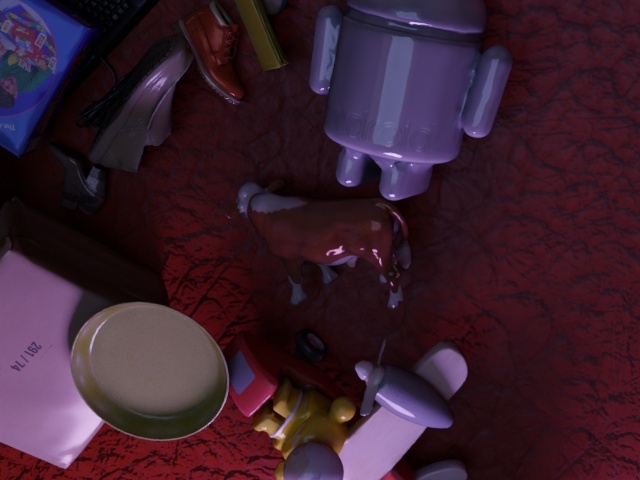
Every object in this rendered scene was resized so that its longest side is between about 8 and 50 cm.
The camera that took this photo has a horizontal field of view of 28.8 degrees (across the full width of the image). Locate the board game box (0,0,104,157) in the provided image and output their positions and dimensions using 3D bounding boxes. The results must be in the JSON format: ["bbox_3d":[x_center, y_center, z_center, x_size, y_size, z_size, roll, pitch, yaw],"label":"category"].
[{"bbox_3d":[-0.543,-0.321,1.916,0.347,0.078,0.233,33,104,0],"label":"board game box"}]

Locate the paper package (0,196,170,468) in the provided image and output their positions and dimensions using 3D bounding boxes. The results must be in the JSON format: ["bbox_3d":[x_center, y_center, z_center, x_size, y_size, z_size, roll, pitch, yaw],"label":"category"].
[{"bbox_3d":[-0.437,0.149,1.943,0.309,0.168,0.325,30,110,-25],"label":"paper package"}]

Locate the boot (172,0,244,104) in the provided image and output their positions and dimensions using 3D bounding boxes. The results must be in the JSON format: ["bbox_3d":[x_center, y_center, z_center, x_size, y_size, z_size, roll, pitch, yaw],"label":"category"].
[{"bbox_3d":[-0.149,-0.284,1.882,0.085,0.059,0.158,-32,91,15],"label":"boot"}]

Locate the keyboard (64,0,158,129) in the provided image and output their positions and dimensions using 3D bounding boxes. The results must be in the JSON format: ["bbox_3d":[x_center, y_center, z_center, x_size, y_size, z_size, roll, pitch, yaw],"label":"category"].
[{"bbox_3d":[-0.359,-0.300,1.954,0.317,0.033,0.201,-42,88,21],"label":"keyboard"}]

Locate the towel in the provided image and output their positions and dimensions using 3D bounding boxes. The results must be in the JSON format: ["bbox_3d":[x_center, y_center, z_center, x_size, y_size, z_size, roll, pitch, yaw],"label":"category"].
[{"bbox_3d":[-0.110,-0.364,1.827,0.021,0.102,0.237,-25,102,-13],"label":"towel"}]

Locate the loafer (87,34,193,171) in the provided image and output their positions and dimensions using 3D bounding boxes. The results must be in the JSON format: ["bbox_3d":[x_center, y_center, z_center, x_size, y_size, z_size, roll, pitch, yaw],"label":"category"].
[{"bbox_3d":[-0.261,-0.204,1.907,0.092,0.102,0.268,28,130,-20],"label":"loafer"}]

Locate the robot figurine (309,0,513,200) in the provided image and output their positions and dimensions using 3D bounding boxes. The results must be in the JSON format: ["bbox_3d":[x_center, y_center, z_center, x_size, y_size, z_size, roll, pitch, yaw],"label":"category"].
[{"bbox_3d":[0.119,-0.238,1.733,0.300,0.200,0.353,16,106,22],"label":"robot figurine"}]

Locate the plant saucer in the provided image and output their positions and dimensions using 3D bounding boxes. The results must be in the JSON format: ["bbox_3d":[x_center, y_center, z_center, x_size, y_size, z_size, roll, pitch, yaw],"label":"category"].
[{"bbox_3d":[-0.251,0.188,1.852,0.241,0.037,0.241,3,117,7],"label":"plant saucer"}]

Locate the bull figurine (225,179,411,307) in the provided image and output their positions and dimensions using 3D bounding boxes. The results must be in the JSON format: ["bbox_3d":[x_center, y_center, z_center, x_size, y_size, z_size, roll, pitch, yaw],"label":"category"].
[{"bbox_3d":[0.000,0.000,1.848,0.310,0.101,0.188,3,128,39],"label":"bull figurine"}]

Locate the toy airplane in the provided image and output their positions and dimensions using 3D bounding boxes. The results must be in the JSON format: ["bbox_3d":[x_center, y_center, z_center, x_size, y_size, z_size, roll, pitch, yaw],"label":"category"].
[{"bbox_3d":[0.030,0.329,1.848,0.384,0.272,0.386,0,102,16],"label":"toy airplane"}]

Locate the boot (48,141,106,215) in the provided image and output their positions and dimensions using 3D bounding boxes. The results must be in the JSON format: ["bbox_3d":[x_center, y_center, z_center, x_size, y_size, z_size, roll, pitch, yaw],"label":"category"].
[{"bbox_3d":[-0.399,-0.096,2.005,0.118,0.042,0.087,29,111,9],"label":"boot"}]

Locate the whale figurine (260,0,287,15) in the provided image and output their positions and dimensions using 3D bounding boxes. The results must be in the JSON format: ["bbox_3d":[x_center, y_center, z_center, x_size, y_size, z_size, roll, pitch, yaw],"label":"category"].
[{"bbox_3d":[-0.010,-0.445,1.779,0.216,0.141,0.272,57,134,18],"label":"whale figurine"}]

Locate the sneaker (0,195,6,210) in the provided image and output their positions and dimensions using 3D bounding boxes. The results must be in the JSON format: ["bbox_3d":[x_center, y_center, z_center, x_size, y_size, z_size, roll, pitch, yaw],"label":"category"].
[{"bbox_3d":[-0.572,-0.079,1.947,0.140,0.125,0.341,17,144,26],"label":"sneaker"}]
